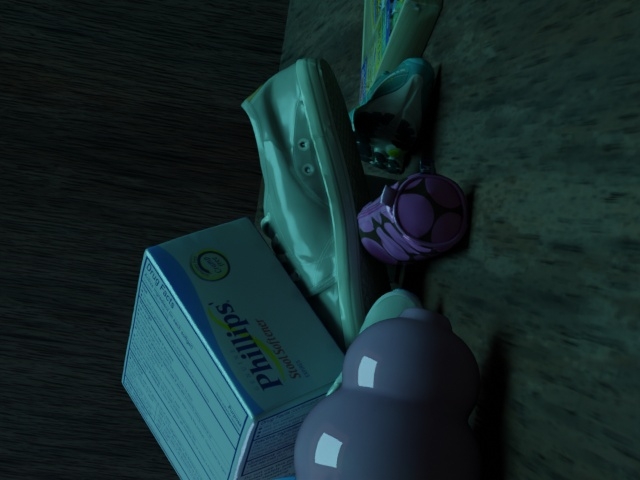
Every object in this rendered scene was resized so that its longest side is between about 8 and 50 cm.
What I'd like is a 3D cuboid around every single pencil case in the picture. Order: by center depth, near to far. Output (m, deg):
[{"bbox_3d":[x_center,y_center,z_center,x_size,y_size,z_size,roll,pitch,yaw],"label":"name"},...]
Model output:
[{"bbox_3d":[0.097,-0.024,1.646,0.209,0.098,0.095,135,143,-77],"label":"pencil case"}]

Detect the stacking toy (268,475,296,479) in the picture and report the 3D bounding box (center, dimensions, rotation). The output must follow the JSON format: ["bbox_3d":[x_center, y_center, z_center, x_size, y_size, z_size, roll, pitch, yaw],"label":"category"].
[{"bbox_3d":[0.010,0.414,1.677,0.301,0.175,0.165,91,-179,-47],"label":"stacking toy"}]

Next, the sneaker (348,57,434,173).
[{"bbox_3d":[0.091,-0.162,1.932,0.110,0.107,0.275,-63,9,-15],"label":"sneaker"}]

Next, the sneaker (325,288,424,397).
[{"bbox_3d":[0.058,0.157,1.593,0.092,0.087,0.228,57,-130,-66],"label":"sneaker"}]

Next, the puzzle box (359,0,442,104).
[{"bbox_3d":[0.114,-0.402,2.088,0.272,0.052,0.408,110,166,-56],"label":"puzzle box"}]

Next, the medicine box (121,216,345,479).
[{"bbox_3d":[-0.107,0.169,1.787,0.263,0.149,0.289,54,147,28],"label":"medicine box"}]

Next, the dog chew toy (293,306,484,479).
[{"bbox_3d":[0.056,0.224,1.353,0.206,0.207,0.331,141,145,-77],"label":"dog chew toy"}]

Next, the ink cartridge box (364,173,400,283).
[{"bbox_3d":[0.056,-0.023,1.985,0.231,0.078,0.134,-154,73,-82],"label":"ink cartridge box"}]

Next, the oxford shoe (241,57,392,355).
[{"bbox_3d":[0.000,0.000,1.793,0.169,0.130,0.449,27,-132,-75],"label":"oxford shoe"}]
